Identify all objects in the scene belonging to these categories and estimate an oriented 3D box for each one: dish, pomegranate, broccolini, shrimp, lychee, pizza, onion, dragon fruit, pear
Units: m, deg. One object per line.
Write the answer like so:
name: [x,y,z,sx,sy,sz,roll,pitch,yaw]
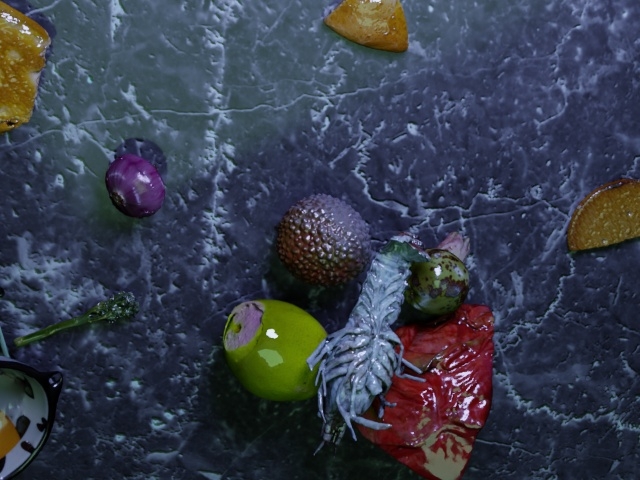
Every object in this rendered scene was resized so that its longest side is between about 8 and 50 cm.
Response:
dish: [-0.620,0.306,1.923,0.303,0.120,0.303,-21,126,-32]
pomegranate: [0.206,0.052,1.939,0.125,0.138,0.163,19,76,-25]
broccolini: [-0.441,0.145,1.947,0.239,0.054,0.051,-17,77,4]
shrimp: [0.086,0.185,1.859,0.221,0.166,0.411,18,83,-21]
lychee: [0.000,0.000,1.882,0.165,0.197,0.165,-11,107,-40]
pizza: [-0.558,-0.255,1.759,0.189,0.071,0.297,17,113,-25]
onion: [-0.313,-0.095,1.840,0.115,0.104,0.115,23,141,20]
dragon fruit: [0.204,0.251,2.017,0.302,0.240,0.330,30,84,12]
pear: [-0.070,0.205,1.939,0.187,0.187,0.219,-43,131,11]

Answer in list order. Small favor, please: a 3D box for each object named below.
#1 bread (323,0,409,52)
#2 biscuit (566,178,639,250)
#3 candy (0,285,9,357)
bread: [0.072,-0.375,1.787,0.136,0.054,0.154,-11,110,1]
biscuit: [0.548,-0.053,1.981,0.206,0.025,0.126,-13,113,-2]
candy: [-0.588,0.094,1.901,0.078,0.084,0.288,-11,120,-6]
